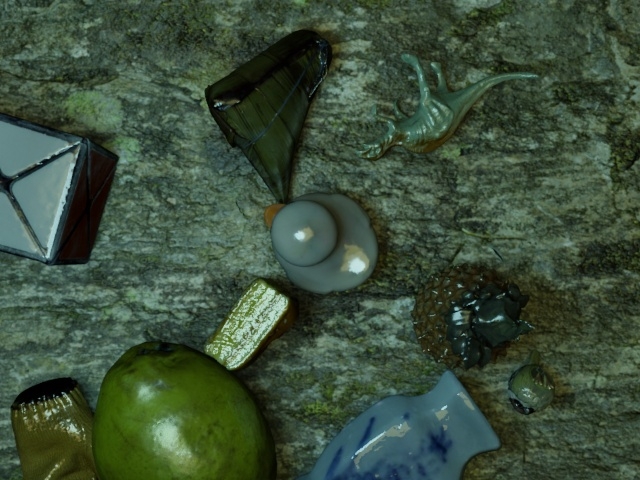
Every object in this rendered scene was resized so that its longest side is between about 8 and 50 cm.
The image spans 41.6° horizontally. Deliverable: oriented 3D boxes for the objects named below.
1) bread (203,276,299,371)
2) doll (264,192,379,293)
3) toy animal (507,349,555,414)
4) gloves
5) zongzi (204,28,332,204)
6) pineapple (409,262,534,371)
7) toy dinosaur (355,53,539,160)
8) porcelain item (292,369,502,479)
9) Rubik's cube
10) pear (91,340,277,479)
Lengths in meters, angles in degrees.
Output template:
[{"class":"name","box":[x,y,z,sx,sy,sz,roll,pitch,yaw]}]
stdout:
[{"class":"bread","box":[-0.127,0.166,1.666,0.110,0.234,0.184,39,89,2]},{"class":"doll","box":[0.000,0.000,1.683,0.251,0.221,0.221,33,89,-3]},{"class":"toy animal","box":[0.434,0.300,1.756,0.098,0.137,0.098,3,130,4]},{"class":"gloves","box":[-0.500,0.453,1.697,0.203,0.155,0.356,-18,84,-10]},{"class":"zongzi","box":[-0.058,-0.249,1.743,0.286,0.138,0.300,-36,108,-12]},{"class":"pineapple","box":[0.296,0.152,1.611,0.223,0.357,0.223,0,89,-4]},{"class":"toy dinosaur","box":[0.251,-0.292,1.750,0.393,0.092,0.205,-11,89,-2]},{"class":"porcelain item","box":[0.149,0.447,1.694,0.405,0.178,0.242,-34,91,2]},{"class":"Rubik's cube","box":[-0.575,-0.098,1.659,0.260,0.259,0.255,17,88,3]},{"class":"pear","box":[-0.260,0.388,1.599,0.352,0.352,0.413,-31,107,-1]}]
